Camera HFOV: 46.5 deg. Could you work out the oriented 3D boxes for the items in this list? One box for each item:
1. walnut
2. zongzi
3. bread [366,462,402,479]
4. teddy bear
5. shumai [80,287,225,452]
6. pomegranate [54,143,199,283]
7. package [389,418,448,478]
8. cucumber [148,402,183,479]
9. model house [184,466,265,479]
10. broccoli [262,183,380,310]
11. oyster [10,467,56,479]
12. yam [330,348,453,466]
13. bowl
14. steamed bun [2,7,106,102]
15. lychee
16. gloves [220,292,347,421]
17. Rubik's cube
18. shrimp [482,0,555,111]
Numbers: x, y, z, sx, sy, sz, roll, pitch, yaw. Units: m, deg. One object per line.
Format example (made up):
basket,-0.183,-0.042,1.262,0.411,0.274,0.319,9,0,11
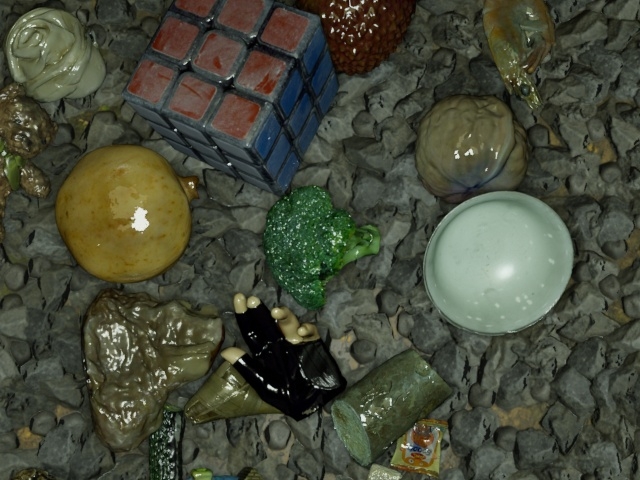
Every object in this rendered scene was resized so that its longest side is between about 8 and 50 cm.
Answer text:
walnut,0.322,-0.194,1.584,0.248,0.248,0.249,0,82,-1
zongzi,-0.183,0.360,1.577,0.176,0.078,0.160,43,90,-3
bread,0.127,0.519,1.574,0.070,0.035,0.083,24,85,4
teddy bear,-0.674,-0.154,1.573,0.222,0.246,0.296,-29,44,24
shumai,-0.342,0.243,1.529,0.283,0.217,0.346,-10,57,-18
pomegranate,-0.406,-0.052,1.537,0.307,0.307,0.308,0,82,-1
package,0.210,0.436,1.588,0.107,0.031,0.121,11,82,3
cucumber,-0.325,0.460,1.558,0.077,0.077,0.266,1,86,-1
model house,-0.192,0.551,1.483,0.213,0.195,0.189,3,74,-12
broccoli,0.000,0.000,1.575,0.269,0.269,0.254,29,125,3
oyster,-0.607,0.539,1.483,0.222,0.214,0.083,-16,115,-10
yam,0.143,0.331,1.535,0.254,0.154,0.154,-35,84,-12
bowl,0.355,0.029,1.574,0.313,0.146,0.314,-2,109,-5
steamed bun,-0.598,-0.419,1.643,0.211,0.144,0.218,-20,83,-4
lychee,0.072,-0.510,1.601,0.275,0.276,0.305,-3,95,-1
gloves,-0.088,0.235,1.547,0.197,0.152,0.301,-35,109,-17
Rubik's cube,-0.168,-0.310,1.533,0.303,0.301,0.305,26,80,15
shrimp,0.468,-0.443,1.696,0.168,0.077,0.318,-12,79,-5
